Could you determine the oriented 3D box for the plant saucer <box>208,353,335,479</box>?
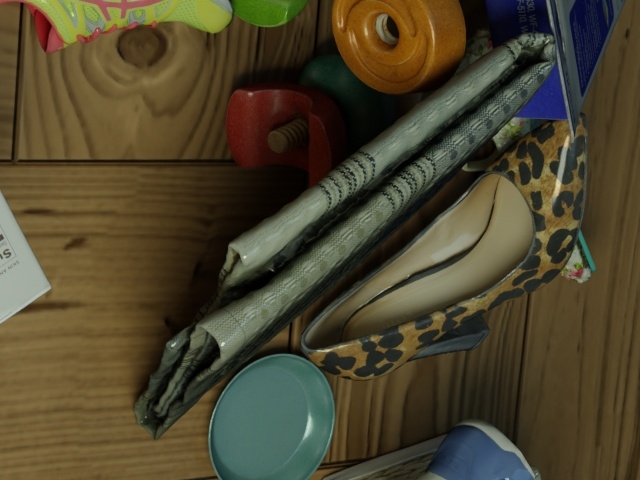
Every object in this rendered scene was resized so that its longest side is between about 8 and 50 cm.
[{"bbox_3d":[-0.042,0.145,1.422,0.119,0.021,0.119,-9,105,-35],"label":"plant saucer"}]

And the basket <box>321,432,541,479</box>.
[{"bbox_3d":[0.096,0.238,1.492,0.167,0.103,0.113,-15,109,-32],"label":"basket"}]

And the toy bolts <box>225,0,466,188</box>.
[{"bbox_3d":[0.042,-0.151,1.322,0.158,0.218,0.228,-30,136,-43],"label":"toy bolts"}]

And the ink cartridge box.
[{"bbox_3d":[0.171,-0.204,1.356,0.332,0.065,0.165,-58,139,-62],"label":"ink cartridge box"}]

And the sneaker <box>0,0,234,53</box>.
[{"bbox_3d":[-0.158,-0.169,1.240,0.208,0.081,0.094,15,99,-31],"label":"sneaker"}]

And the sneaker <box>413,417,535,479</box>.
[{"bbox_3d":[0.100,0.310,1.383,0.182,0.127,0.315,-28,109,-22],"label":"sneaker"}]

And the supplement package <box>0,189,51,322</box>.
[{"bbox_3d":[-0.331,-0.045,1.059,0.198,0.199,0.262,-36,119,-24],"label":"supplement package"}]

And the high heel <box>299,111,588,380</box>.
[{"bbox_3d":[0.097,0.008,1.395,0.186,0.093,0.261,-7,137,-39],"label":"high heel"}]

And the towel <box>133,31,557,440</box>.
[{"bbox_3d":[0.000,0.000,1.277,0.324,0.312,0.056,-41,87,-22],"label":"towel"}]

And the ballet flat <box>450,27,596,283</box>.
[{"bbox_3d":[0.156,-0.062,1.494,0.077,0.091,0.241,-22,112,3],"label":"ballet flat"}]
